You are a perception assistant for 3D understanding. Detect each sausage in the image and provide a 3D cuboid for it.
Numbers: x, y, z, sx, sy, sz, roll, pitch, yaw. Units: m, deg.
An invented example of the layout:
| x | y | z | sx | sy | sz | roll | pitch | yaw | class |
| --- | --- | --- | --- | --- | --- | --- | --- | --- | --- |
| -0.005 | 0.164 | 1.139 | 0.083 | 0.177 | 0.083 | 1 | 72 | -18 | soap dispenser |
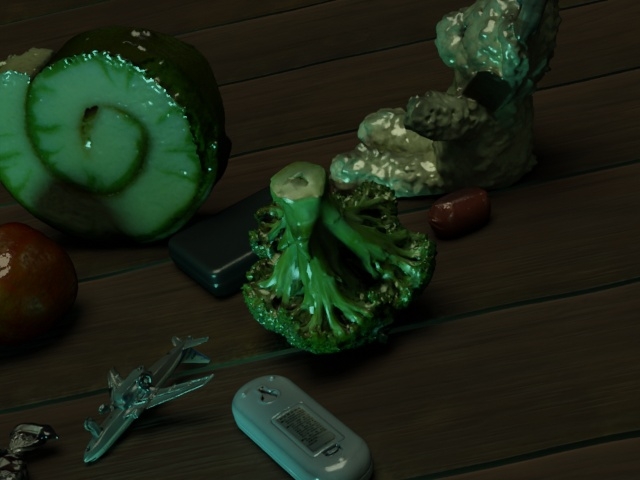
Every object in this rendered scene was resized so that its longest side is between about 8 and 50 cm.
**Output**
| x | y | z | sx | sy | sz | roll | pitch | yaw | class |
| --- | --- | --- | --- | --- | --- | --- | --- | --- | --- |
| 0.196 | -0.042 | 1.932 | 0.094 | 0.054 | 0.059 | -21 | 32 | -11 | sausage |

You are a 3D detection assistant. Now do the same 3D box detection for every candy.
| x | y | z | sx | sy | sz | roll | pitch | yaw | class |
| --- | --- | --- | --- | --- | --- | --- | --- | --- | --- |
| -0.380 | 0.300 | 1.641 | 0.094 | 0.051 | 0.226 | 2 | 36 | 7 | candy |

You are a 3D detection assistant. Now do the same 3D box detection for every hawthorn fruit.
| x | y | z | sx | sy | sz | roll | pitch | yaw | class |
| --- | --- | --- | --- | --- | --- | --- | --- | --- | --- |
| -0.437 | 0.071 | 1.920 | 0.169 | 0.169 | 0.188 | 0 | 34 | 22 | hawthorn fruit |

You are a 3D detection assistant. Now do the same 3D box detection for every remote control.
| x | y | z | sx | sy | sz | roll | pitch | yaw | class |
| --- | --- | --- | --- | --- | --- | --- | --- | --- | --- |
| -0.025 | 0.225 | 1.611 | 0.087 | 0.047 | 0.244 | -32 | 34 | -20 | remote control |

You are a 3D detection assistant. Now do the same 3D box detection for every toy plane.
| x | y | z | sx | sy | sz | roll | pitch | yaw | class |
| --- | --- | --- | --- | --- | --- | --- | --- | --- | --- |
| -0.227 | 0.194 | 1.732 | 0.226 | 0.058 | 0.226 | -2 | 30 | 49 | toy plane |

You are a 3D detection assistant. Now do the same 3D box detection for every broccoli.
| x | y | z | sx | sy | sz | roll | pitch | yaw | class |
| --- | --- | --- | --- | --- | --- | --- | --- | --- | --- |
| 0.000 | 0.000 | 1.746 | 0.254 | 0.269 | 0.269 | -44 | 41 | -19 | broccoli |

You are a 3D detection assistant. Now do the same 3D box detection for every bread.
| x | y | z | sx | sy | sz | roll | pitch | yaw | class |
| --- | --- | --- | --- | --- | --- | --- | --- | --- | --- |
| -0.325 | -0.169 | 2.040 | 0.381 | 0.366 | 0.129 | 29 | 39 | -4 | bread |

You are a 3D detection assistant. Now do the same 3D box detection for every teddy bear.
| x | y | z | sx | sy | sz | roll | pitch | yaw | class |
| --- | --- | --- | --- | --- | --- | --- | --- | --- | --- |
| 0.185 | -0.257 | 1.986 | 0.375 | 0.362 | 0.327 | 6 | 36 | 26 | teddy bear |

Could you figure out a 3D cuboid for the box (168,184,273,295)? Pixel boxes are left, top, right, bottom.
| x | y | z | sx | sy | sz | roll | pitch | yaw | class |
| --- | --- | --- | --- | --- | --- | --- | --- | --- | --- |
| -0.096 | -0.009 | 2.003 | 0.230 | 0.050 | 0.160 | -28 | 34 | -22 | box |
